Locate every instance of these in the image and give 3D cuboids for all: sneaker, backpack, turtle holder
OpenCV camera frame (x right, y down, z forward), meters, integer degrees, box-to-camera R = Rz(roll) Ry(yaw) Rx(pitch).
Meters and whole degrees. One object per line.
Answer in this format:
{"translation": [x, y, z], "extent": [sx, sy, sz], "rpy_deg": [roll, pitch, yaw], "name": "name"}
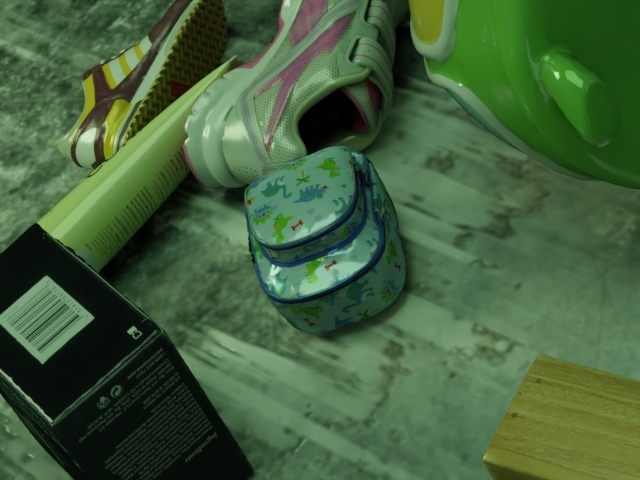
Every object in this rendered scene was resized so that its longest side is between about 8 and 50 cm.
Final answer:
{"translation": [0.015, -0.126, 1.384], "extent": [0.111, 0.103, 0.252], "rpy_deg": [24, 71, 34], "name": "sneaker"}
{"translation": [-0.143, -0.134, 1.481], "extent": [0.084, 0.069, 0.185], "rpy_deg": [11, 56, 27], "name": "sneaker"}
{"translation": [0.000, 0.000, 1.282], "extent": [0.105, 0.084, 0.114], "rpy_deg": [-23, 48, 10], "name": "backpack"}
{"translation": [0.150, -0.157, 1.205], "extent": [0.320, 0.243, 0.227], "rpy_deg": [-8, 14, -33], "name": "turtle holder"}

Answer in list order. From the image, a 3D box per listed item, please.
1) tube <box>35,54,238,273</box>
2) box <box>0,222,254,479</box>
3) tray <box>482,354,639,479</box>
{"translation": [-0.143, -0.039, 1.397], "extent": [0.240, 0.062, 0.070], "rpy_deg": [-45, 28, -11], "name": "tube"}
{"translation": [-0.145, 0.097, 1.214], "extent": [0.093, 0.158, 0.156], "rpy_deg": [-42, 46, -13], "name": "box"}
{"translation": [0.293, 0.184, 0.888], "extent": [0.411, 0.203, 0.076], "rpy_deg": [15, 60, 35], "name": "tray"}
